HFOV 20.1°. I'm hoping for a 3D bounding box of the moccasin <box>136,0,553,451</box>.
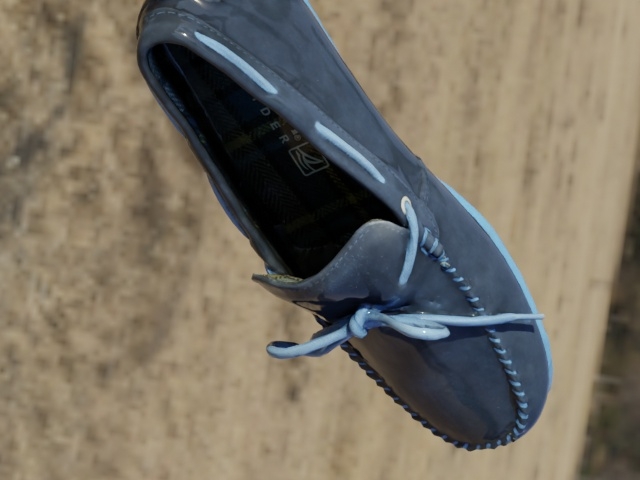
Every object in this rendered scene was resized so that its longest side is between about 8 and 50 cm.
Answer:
[{"bbox_3d":[0.000,0.000,1.008,0.342,0.137,0.117,49,33,-15],"label":"moccasin"}]
